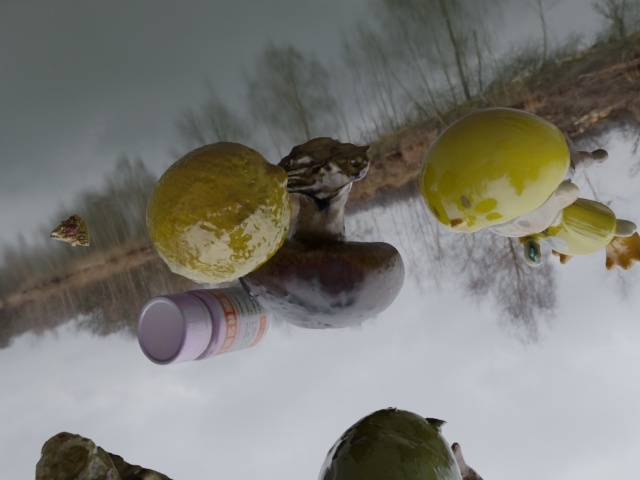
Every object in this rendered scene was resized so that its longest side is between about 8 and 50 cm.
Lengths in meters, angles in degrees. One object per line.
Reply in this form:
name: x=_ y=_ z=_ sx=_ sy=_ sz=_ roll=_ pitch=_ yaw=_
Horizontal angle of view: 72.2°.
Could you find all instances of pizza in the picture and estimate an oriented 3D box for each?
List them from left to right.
pizza: x=-0.568 y=-0.019 z=0.995 sx=0.078 sy=0.083 sz=0.025 roll=-23 pitch=172 yaw=-40

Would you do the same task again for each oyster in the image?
oyster: x=-0.260 y=0.384 z=0.612 sx=0.294 sy=0.166 sz=0.094 roll=23 pitch=151 yaw=-19

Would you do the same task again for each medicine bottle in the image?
medicine bottle: x=-0.349 y=0.256 z=1.369 sx=0.219 sy=0.219 sz=0.388 roll=-17 pitch=168 yaw=27

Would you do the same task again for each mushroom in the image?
mushroom: x=-0.019 y=0.011 z=0.883 sx=0.331 sy=0.356 sz=0.334 roll=-17 pitch=179 yaw=7

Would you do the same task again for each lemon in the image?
lemon: x=-0.145 y=-0.039 z=0.637 sx=0.231 sy=0.192 sz=0.192 roll=-36 pitch=178 yaw=13

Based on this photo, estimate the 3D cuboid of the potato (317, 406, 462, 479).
potato: x=0.061 y=0.280 z=0.412 sx=0.144 sy=0.169 sz=0.248 roll=19 pitch=-151 yaw=-1

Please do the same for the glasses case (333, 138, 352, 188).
glasses case: x=0.044 y=-0.169 z=1.044 sx=0.051 sy=0.081 sz=0.204 roll=-23 pitch=163 yaw=-5

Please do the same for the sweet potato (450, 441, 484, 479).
sweet potato: x=0.379 y=0.596 z=1.084 sx=0.078 sy=0.255 sz=0.058 roll=-33 pitch=-171 yaw=38

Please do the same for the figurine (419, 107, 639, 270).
figurine: x=0.306 y=-0.057 z=0.652 sx=0.344 sy=0.187 sz=0.215 roll=26 pitch=157 yaw=-23
